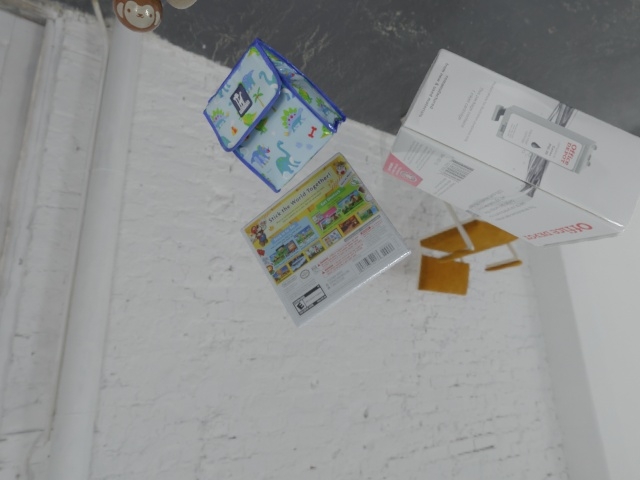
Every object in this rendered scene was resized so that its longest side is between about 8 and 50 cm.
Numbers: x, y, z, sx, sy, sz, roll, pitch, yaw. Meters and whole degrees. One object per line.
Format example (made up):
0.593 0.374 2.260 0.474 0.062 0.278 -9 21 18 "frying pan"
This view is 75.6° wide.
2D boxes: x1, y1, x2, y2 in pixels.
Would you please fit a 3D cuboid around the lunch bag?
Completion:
-0.065 -0.162 0.545 0.151 0.096 0.129 44 120 -10 "lunch bag"

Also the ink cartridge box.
0.246 -0.109 0.574 0.283 0.117 0.207 27 176 4 "ink cartridge box"

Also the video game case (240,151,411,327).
0.000 0.000 0.694 0.227 0.206 0.026 -36 165 14 "video game case"

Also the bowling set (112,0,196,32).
-0.169 -0.352 0.473 0.287 0.199 0.154 1 170 -44 "bowling set"
